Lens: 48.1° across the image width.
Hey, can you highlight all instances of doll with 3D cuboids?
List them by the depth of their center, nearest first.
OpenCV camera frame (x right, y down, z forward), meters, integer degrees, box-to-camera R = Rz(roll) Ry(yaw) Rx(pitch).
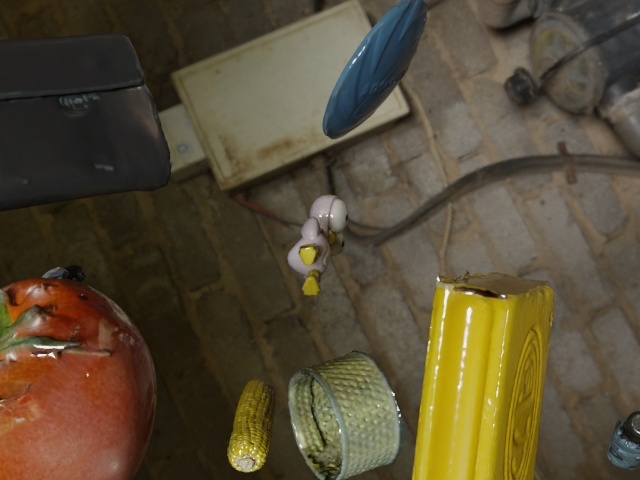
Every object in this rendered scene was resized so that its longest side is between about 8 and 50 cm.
[{"bbox_3d":[-0.001,0.000,1.668,0.365,0.094,0.160,-55,-36,-65],"label":"doll"}]

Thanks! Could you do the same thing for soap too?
[{"bbox_3d":[0.197,0.199,0.853,0.204,0.096,0.324,-3,-80,-58],"label":"soap"}]

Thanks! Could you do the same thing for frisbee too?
[{"bbox_3d":[0.109,-0.291,1.259,0.049,0.289,0.289,38,169,11],"label":"frisbee"}]

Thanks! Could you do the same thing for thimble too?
[{"bbox_3d":[0.050,0.391,1.589,0.271,0.150,0.270,33,129,54],"label":"thimble"}]

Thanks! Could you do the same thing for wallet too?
[{"bbox_3d":[-0.398,-0.138,0.856,0.062,0.406,0.228,-31,75,56],"label":"wallet"}]

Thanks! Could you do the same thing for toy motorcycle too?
[{"bbox_3d":[-0.532,0.119,1.390,0.213,0.122,0.082,-97,-14,-59],"label":"toy motorcycle"}]

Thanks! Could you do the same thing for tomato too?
[{"bbox_3d":[-0.342,0.207,0.862,0.272,0.341,0.341,66,175,-32],"label":"tomato"}]

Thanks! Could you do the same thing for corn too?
[{"bbox_3d":[-0.119,0.323,1.270,0.203,0.072,0.072,-87,-23,-63],"label":"corn"}]

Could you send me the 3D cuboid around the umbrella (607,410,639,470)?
[{"bbox_3d":[0.423,0.271,0.978,0.053,0.052,0.250,16,162,26],"label":"umbrella"}]
